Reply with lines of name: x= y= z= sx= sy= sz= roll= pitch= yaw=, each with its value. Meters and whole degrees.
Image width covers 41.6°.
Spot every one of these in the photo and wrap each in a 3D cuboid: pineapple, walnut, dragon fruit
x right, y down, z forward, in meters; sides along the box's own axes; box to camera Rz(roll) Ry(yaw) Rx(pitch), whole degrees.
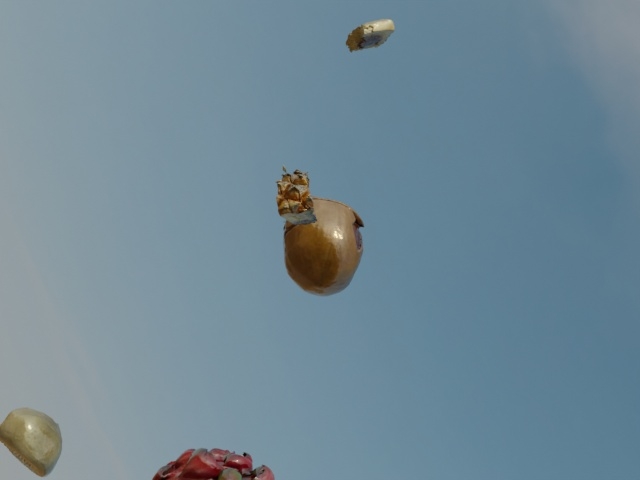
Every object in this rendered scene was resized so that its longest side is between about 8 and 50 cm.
pineapple: x=-0.038 y=-0.077 z=1.604 sx=0.137 sy=0.069 sz=0.116 roll=-86 pitch=163 yaw=-52
walnut: x=0.000 y=0.000 z=1.999 sx=0.297 sy=0.203 sz=0.203 roll=-100 pitch=-167 yaw=-51
dragon fruit: x=-0.153 y=0.365 z=1.082 sx=0.273 sy=0.219 sz=0.198 roll=85 pitch=-19 yaw=-73

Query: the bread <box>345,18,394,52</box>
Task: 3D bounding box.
bread: x=0.090 y=-0.364 z=1.496 sx=0.083 sy=0.070 sz=0.035 roll=-32 pitch=-105 yaw=66

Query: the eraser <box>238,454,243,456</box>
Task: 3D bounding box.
eraser: x=-0.193 y=0.620 z=1.783 sx=0.189 sy=0.104 sz=0.289 roll=111 pitch=-26 yaw=-57

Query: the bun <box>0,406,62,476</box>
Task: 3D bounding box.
bun: x=-0.650 y=0.449 z=1.921 sx=0.173 sy=0.113 sz=0.166 roll=0 pitch=-49 yaw=53
